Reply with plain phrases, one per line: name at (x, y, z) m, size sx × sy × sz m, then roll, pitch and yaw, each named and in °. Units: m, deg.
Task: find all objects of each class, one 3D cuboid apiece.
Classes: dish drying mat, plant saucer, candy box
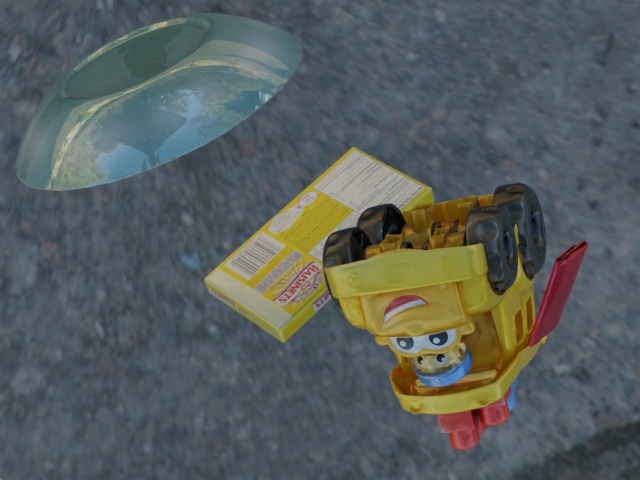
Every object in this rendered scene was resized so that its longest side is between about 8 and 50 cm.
dish drying mat at (0.156, 0.035, 1.073) m, size 0.008 × 0.083 × 0.032 m, roll 38°, pitch 52°, yaw 23°
plant saucer at (-0.107, -0.098, 1.001) m, size 0.195 × 0.195 × 0.037 m, roll -24°, pitch 116°, yaw -2°
candy box at (0.000, 0.000, 1.512) m, size 0.206 × 0.105 × 0.027 m, roll -42°, pitch 143°, yaw -22°

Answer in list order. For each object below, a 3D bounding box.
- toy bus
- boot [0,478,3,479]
toy bus at (0.105, 0.072, 1.314) m, size 0.149 × 0.220 × 0.211 m, roll -7°, pitch 98°, yaw 20°
boot at (-0.403, 0.248, 1.364) m, size 0.262 × 0.095 × 0.203 m, roll -47°, pitch 116°, yaw -21°
